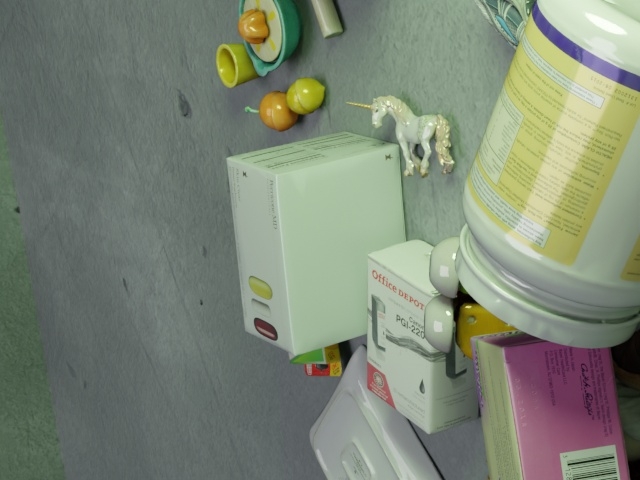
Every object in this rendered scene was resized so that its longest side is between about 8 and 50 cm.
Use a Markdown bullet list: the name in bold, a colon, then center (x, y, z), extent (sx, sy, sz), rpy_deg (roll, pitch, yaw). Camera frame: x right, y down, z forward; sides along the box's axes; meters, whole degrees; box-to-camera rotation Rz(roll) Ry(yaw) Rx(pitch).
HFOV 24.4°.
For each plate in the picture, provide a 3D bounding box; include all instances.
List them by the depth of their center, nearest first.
- **plate**: center (0.072, 0.345, 2.284), extent (0.277, 0.045, 0.278), rpy_deg (59, 147, 25)

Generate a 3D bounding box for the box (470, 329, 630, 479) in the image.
- **box**: center (0.255, 0.209, 1.654), extent (0.243, 0.117, 0.213), rpy_deg (150, 111, -87)

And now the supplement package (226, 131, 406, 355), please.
- **supplement package**: center (0.000, 0.000, 2.080), extent (0.145, 0.204, 0.262), rpy_deg (19, 119, 56)

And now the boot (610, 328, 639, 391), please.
- **boot**: center (0.395, 0.071, 1.570), extent (0.248, 0.090, 0.207), rpy_deg (-134, 57, -75)

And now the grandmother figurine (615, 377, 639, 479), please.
- **grandmother figurine**: center (0.373, 0.320, 1.689), extent (0.208, 0.104, 0.342), rpy_deg (6, 109, 65)

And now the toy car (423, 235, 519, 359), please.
- **toy car**: center (0.211, 0.055, 1.832), extent (0.136, 0.159, 0.182), rpy_deg (-82, -5, -60)

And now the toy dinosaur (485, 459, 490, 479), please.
- **toy dinosaur**: center (0.276, 0.320, 1.920), extent (0.112, 0.064, 0.211), rpy_deg (62, 163, -15)

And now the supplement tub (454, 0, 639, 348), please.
- **supplement tub**: center (0.281, -0.084, 1.464), extent (0.241, 0.241, 0.331), rpy_deg (47, 129, 40)

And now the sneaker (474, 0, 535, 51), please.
- **sneaker**: center (0.254, -0.249, 1.655), extent (0.283, 0.110, 0.122), rpy_deg (57, 169, 24)

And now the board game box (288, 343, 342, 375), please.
- **board game box**: center (-0.025, 0.087, 2.321), extent (0.124, 0.039, 0.259), rpy_deg (-10, 92, 62)

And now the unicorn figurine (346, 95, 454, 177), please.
- **unicorn figurine**: center (0.121, -0.140, 1.964), extent (0.162, 0.060, 0.111), rpy_deg (-1, 102, 44)

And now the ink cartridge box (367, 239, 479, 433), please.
- **ink cartridge box**: center (0.140, 0.129, 2.015), extent (0.158, 0.092, 0.218), rpy_deg (32, 129, 50)

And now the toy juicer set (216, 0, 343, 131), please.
- **toy juicer set**: center (-0.062, -0.289, 2.168), extent (0.209, 0.089, 0.329), rpy_deg (61, 148, 24)
